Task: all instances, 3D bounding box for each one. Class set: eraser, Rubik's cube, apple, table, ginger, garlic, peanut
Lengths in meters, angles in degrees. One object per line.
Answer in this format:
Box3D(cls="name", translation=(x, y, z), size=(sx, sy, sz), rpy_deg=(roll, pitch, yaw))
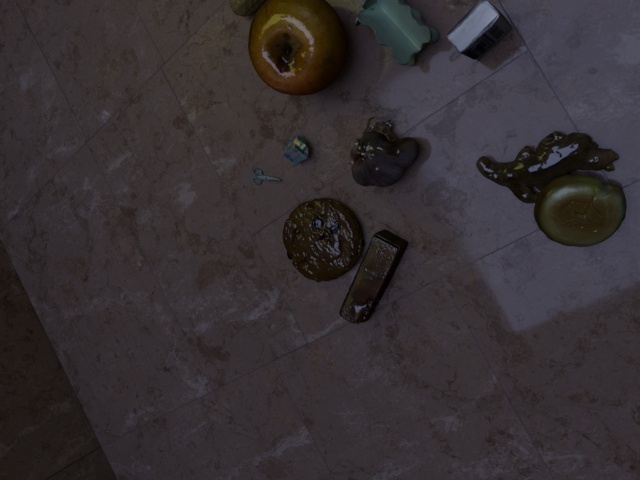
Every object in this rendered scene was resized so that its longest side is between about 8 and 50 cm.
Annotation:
Box3D(cls="eraser", translation=(0.408, -0.528, 1.373), size=(0.124, 0.210, 0.068), rpy_deg=(-43, 79, 28))
Box3D(cls="Rubik's cube", translation=(-0.071, -0.300, 1.756), size=(0.084, 0.075, 0.073), rpy_deg=(-11, 49, 30))
Box3D(cls="apple", translation=(-0.061, -0.580, 1.594), size=(0.299, 0.275, 0.298), rpy_deg=(7, 113, 18))
Box3D(cls="table", translation=(0.218, -0.594, 1.504), size=(0.198, 0.166, 0.166), rpy_deg=(49, 118, 3))
Box3D(cls="ginger", translation=(0.589, -0.190, 1.416), size=(0.333, 0.080, 0.166), rpy_deg=(-18, 96, 27))
Box3D(cls="garlic", translation=(0.163, -0.286, 1.571), size=(0.207, 0.207, 0.256), rpy_deg=(3, 138, 28))
Box3D(cls="peanut", translation=(-0.190, -0.801, 1.696), size=(0.257, 0.124, 0.123), rpy_deg=(-34, 83, 29))

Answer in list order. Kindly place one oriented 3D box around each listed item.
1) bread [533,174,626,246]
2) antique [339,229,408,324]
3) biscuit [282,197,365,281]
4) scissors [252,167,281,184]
Box3D(cls="bread", translation=(0.653, -0.078, 1.375), size=(0.214, 0.104, 0.213), rpy_deg=(6, 121, 9))
Box3D(cls="antique", translation=(0.162, 0.123, 1.701), size=(0.093, 0.087, 0.309), rpy_deg=(30, 111, 19))
Box3D(cls="biscuit", translation=(-0.001, 0.000, 1.771), size=(0.296, 0.075, 0.295), rpy_deg=(6, 102, 28))
Box3D(cls="scissors", translation=(-0.186, -0.216, 1.863), size=(0.119, 0.014, 0.058), rpy_deg=(11, 106, 30))
